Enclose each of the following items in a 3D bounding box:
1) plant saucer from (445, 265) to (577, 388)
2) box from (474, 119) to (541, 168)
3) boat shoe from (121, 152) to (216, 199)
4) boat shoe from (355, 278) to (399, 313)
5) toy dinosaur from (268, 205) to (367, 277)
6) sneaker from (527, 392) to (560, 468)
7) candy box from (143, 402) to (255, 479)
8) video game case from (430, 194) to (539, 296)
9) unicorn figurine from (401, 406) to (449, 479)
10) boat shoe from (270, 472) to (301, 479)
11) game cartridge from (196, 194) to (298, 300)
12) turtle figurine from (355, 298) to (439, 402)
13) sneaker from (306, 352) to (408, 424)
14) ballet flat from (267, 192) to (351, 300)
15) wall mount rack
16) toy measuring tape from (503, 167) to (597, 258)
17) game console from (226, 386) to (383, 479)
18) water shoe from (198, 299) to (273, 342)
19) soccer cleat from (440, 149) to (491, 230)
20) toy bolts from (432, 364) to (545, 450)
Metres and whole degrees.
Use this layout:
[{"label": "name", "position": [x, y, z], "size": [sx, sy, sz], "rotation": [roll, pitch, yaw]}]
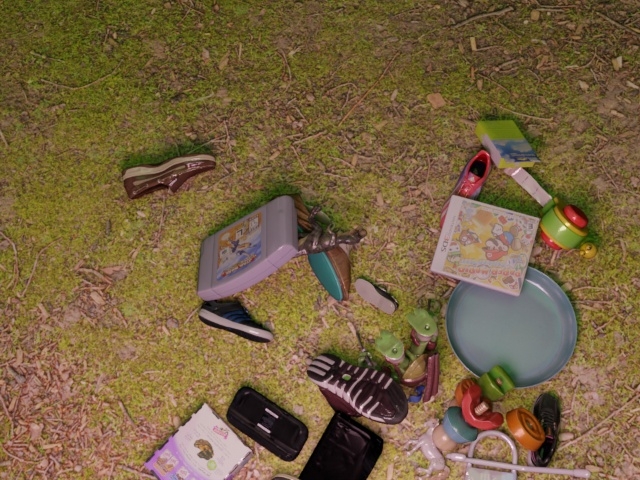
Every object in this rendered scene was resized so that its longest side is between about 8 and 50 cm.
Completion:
[{"label": "plant saucer", "position": [0.463, 0.209, 1.861], "size": [0.317, 0.044, 0.318], "rotation": [-1, 68, 2]}, {"label": "box", "position": [0.494, -0.251, 2.008], "size": [0.108, 0.042, 0.178], "rotation": [-5, 47, -17]}, {"label": "boat shoe", "position": [-0.402, -0.165, 2.046], "size": [0.257, 0.095, 0.095], "rotation": [-12, 81, 4]}, {"label": "boat shoe", "position": [0.143, 0.137, 1.910], "size": [0.125, 0.038, 0.046], "rotation": [33, 115, 21]}, {"label": "toy dinosaur", "position": [-0.026, -0.010, 1.856], "size": [0.268, 0.064, 0.118], "rotation": [-20, 74, 11]}, {"label": "sneaker", "position": [0.522, 0.439, 1.742], "size": [0.071, 0.077, 0.178], "rotation": [8, 68, 6]}, {"label": "candy box", "position": [-0.278, 0.507, 1.761], "size": [0.165, 0.070, 0.196], "rotation": [41, 76, 18]}, {"label": "video game case", "position": [0.410, 0.011, 1.893], "size": [0.226, 0.026, 0.207], "rotation": [16, 78, 9]}, {"label": "unicorn figurine", "position": [0.247, 0.482, 1.756], "size": [0.111, 0.060, 0.162], "rotation": [-25, 84, -8]}, {"label": "boat shoe", "position": [-0.032, 0.609, 1.677], "size": [0.223, 0.073, 0.080], "rotation": [42, 110, 9]}, {"label": "game cartridge", "position": [-0.185, 0.027, 1.869], "size": [0.297, 0.062, 0.198], "rotation": [-28, 38, 24]}, {"label": "turtle figurine", "position": [0.177, 0.227, 1.751], "size": [0.197, 0.266, 0.275], "rotation": [-3, 64, 4]}, {"label": "sneaker", "position": [0.102, 0.368, 1.740], "size": [0.281, 0.163, 0.106], "rotation": [24, 58, 42]}, {"label": "ballet flat", "position": [0.000, 0.000, 1.951], "size": [0.124, 0.116, 0.342], "rotation": [-27, 63, -29]}, {"label": "wall mount rack", "position": [0.415, 0.590, 1.641], "size": [0.304, 0.130, 0.350], "rotation": [5, 72, 12]}, {"label": "toy measuring tape", "position": [0.575, -0.079, 1.930], "size": [0.121, 0.121, 0.330], "rotation": [-35, 70, -11]}, {"label": "game console", "position": [-0.051, 0.454, 1.744], "size": [0.361, 0.044, 0.213], "rotation": [31, 97, 14]}, {"label": "water shoe", "position": [-0.204, 0.190, 1.888], "size": [0.203, 0.073, 0.080], "rotation": [18, 67, 10]}, {"label": "soccer cleat", "position": [0.378, -0.123, 1.974], "size": [0.083, 0.095, 0.248], "rotation": [25, 71, 12]}, {"label": "toy bolts", "position": [0.355, 0.412, 1.684], "size": [0.158, 0.228, 0.218], "rotation": [-47, 67, 28]}]
